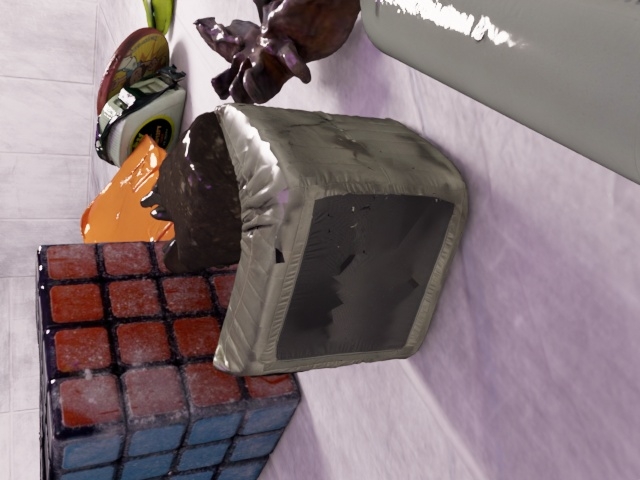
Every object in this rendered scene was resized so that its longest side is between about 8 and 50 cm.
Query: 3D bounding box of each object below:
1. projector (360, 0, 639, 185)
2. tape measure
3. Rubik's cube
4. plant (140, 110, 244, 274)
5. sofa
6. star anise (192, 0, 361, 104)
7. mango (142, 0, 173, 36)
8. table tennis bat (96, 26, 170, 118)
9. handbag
[{"bbox_3d":[0.144,-0.132,0.401,0.337,0.108,0.108,51,135,51],"label":"projector"},{"bbox_3d":[-0.425,-0.282,1.426,0.115,0.207,0.235,38,130,22],"label":"tape measure"},{"bbox_3d":[-0.271,0.227,0.994,0.337,0.345,0.343,112,146,-40],"label":"Rubik's cube"},{"bbox_3d":[-0.132,-0.047,0.862,0.276,0.199,0.188,-48,54,55],"label":"plant"},{"bbox_3d":[0.000,0.000,0.586,0.176,0.210,0.225,49,135,50],"label":"sofa"},{"bbox_3d":[-0.065,-0.258,0.762,0.198,0.110,0.257,-45,37,1],"label":"star anise"},{"bbox_3d":[-0.406,-0.586,1.533,0.091,0.074,0.165,51,146,45],"label":"mango"},{"bbox_3d":[-0.462,-0.362,1.539,0.268,0.051,0.414,-59,-3,-25],"label":"table tennis bat"},{"bbox_3d":[-0.364,-0.018,1.285,0.303,0.116,0.410,-50,43,13],"label":"handbag"}]
